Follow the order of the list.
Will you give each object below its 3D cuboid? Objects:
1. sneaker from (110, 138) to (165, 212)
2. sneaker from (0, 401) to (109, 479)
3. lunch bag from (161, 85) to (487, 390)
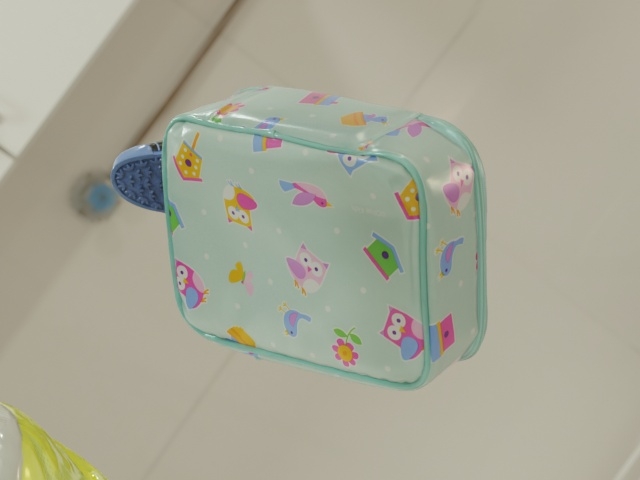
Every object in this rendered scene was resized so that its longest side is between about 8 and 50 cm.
[{"bbox_3d":[-0.107,-0.084,1.728,0.090,0.232,0.081,-102,15,-54],"label":"sneaker"},{"bbox_3d":[-0.120,0.186,0.881,0.385,0.147,0.145,81,-177,-60],"label":"sneaker"},{"bbox_3d":[0.000,0.000,1.303,0.279,0.224,0.108,13,29,37],"label":"lunch bag"}]
